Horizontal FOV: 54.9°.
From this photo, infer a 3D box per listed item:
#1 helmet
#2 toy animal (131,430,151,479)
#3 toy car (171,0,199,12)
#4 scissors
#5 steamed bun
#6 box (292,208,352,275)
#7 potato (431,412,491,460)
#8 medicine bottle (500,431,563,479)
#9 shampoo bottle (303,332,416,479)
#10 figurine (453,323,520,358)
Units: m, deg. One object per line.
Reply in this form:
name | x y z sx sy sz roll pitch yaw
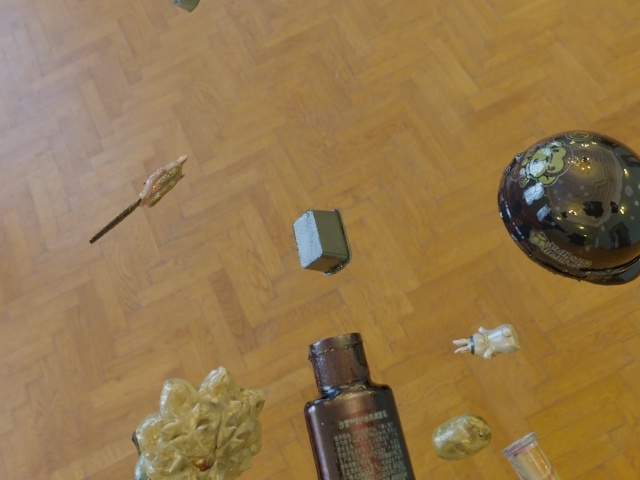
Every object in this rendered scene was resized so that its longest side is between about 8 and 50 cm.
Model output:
helmet | 0.428 -0.064 0.962 0.278 0.160 0.231 32 68 7
toy animal | -0.436 0.566 1.602 0.093 0.121 0.225 -6 50 2
toy car | -0.178 -0.370 0.676 0.235 0.172 0.158 9 86 55
scissors | -0.444 -0.096 1.509 0.024 0.160 0.317 41 59 4
steamed bun | -0.240 0.414 1.296 0.295 0.292 0.137 -23 23 -12
box | 0.000 0.000 1.150 0.084 0.069 0.123 -37 57 40
potato | 0.368 0.517 1.614 0.170 0.080 0.107 -31 67 33
medicine bottle | 0.620 0.696 1.536 0.108 0.108 0.426 -30 69 -6
shampoo bottle | 0.054 0.282 0.770 0.129 0.084 0.323 -9 74 -21
figurine | 0.412 0.265 1.510 0.146 0.098 0.081 -24 27 24
